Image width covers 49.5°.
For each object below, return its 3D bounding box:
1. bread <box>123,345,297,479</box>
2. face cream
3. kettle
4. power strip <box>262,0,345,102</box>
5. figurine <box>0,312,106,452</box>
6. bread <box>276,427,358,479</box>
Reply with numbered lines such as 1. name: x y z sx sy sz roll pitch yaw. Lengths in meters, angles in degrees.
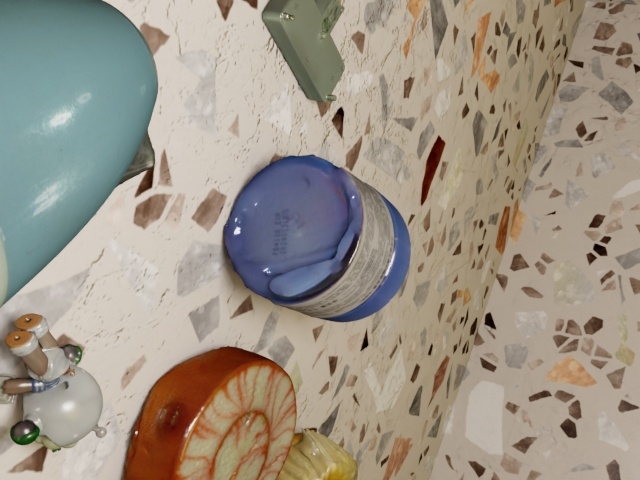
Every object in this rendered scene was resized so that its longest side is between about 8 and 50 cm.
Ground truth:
1. bread: -0.169 0.322 1.140 0.328 0.114 0.295 13 93 -59
2. face cream: 0.000 0.000 1.146 0.225 0.249 0.249 31 76 -61
3. kettle: -0.299 -0.140 0.604 0.319 0.247 0.342 58 40 -21
4. power strip: -0.006 -0.351 1.163 0.145 0.061 0.215 -64 150 -17
5. figurine: -0.324 0.173 0.826 0.147 0.094 0.197 -76 153 -50
6. bread: -0.068 0.584 1.412 0.236 0.183 0.388 48 67 -39
